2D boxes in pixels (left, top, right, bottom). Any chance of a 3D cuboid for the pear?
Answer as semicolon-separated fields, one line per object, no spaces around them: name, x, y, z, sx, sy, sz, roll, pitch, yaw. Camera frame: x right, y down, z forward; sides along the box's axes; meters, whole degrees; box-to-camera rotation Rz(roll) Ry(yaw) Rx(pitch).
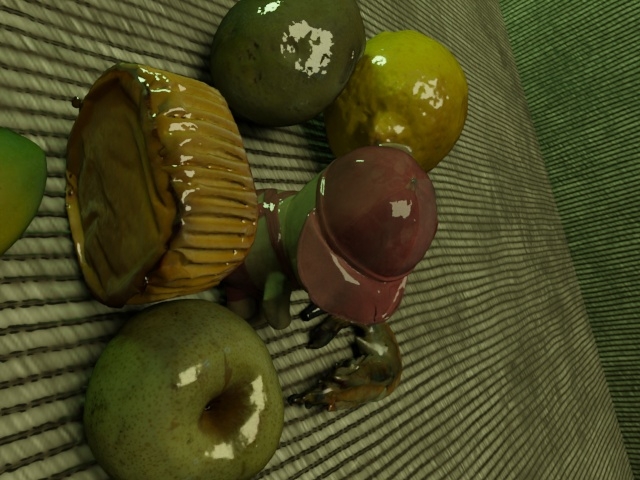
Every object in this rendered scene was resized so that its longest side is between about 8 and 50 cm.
pear;-0.115;0.136;0.386;0.167;0.136;0.167;16;68;-45

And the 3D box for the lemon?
lemon;0.120;-0.210;0.713;0.233;0.233;0.288;55;39;-20

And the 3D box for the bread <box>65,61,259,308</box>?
bread;-0.138;-0.045;0.386;0.104;0.199;0.199;-3;78;-50

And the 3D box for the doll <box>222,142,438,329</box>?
doll;0.002;0.001;0.477;0.152;0.256;0.196;23;60;-48

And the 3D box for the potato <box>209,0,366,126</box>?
potato;-0.038;-0.249;0.582;0.235;0.160;0.178;-42;94;-18

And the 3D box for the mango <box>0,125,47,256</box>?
mango;-0.291;-0.014;0.274;0.237;0.091;0.137;-12;91;-50

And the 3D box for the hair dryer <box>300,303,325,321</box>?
hair dryer;-0.009;0.066;0.627;0.079;0.031;0.083;-25;81;-42

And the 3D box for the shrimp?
shrimp;0.046;0.157;0.624;0.254;0.059;0.145;11;65;-47
